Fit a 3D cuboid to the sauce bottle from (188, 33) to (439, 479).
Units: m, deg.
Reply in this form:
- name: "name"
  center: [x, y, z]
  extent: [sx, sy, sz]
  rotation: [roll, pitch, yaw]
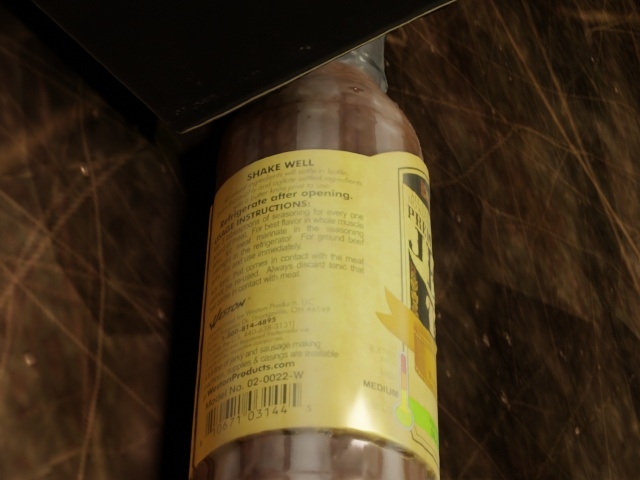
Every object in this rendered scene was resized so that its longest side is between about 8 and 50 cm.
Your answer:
- name: "sauce bottle"
  center: [0.000, 0.000, 0.773]
  extent: [0.111, 0.111, 0.344]
  rotation: [41, 39, -41]

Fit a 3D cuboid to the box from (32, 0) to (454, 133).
- name: "box"
  center: [-0.079, -0.265, 0.750]
  extent: [0.296, 0.183, 0.294]
  rotation: [44, 36, -36]
